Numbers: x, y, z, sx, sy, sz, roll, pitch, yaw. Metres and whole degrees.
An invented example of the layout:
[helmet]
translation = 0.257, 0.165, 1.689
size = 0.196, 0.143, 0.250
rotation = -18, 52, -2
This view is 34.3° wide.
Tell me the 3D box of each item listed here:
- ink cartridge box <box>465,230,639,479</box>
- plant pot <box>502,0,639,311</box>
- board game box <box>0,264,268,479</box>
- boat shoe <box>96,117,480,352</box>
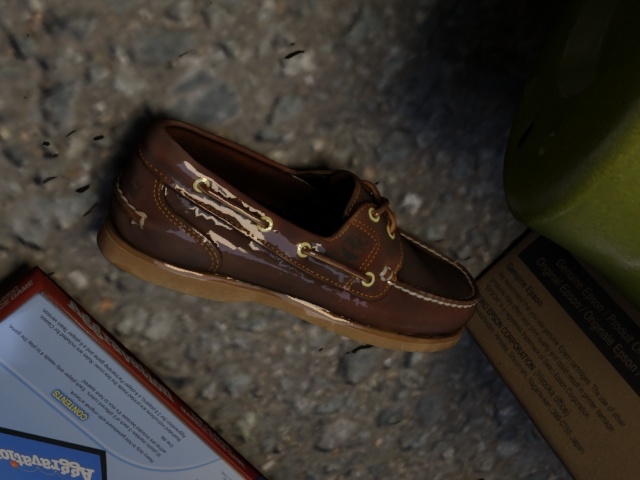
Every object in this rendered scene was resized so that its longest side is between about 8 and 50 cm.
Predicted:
[ink cartridge box]
translation = 0.204, 0.118, 0.592
size = 0.088, 0.193, 0.235
rotation = -44, 127, 9
[plant pot]
translation = 0.281, -0.038, 0.415
size = 0.353, 0.366, 0.366
rotation = 28, 109, -4
[board game box]
translation = -0.112, 0.149, 0.553
size = 0.145, 0.027, 0.281
rotation = -39, 125, 0
[boat shoe]
translation = 0.000, 0.000, 0.505
size = 0.207, 0.073, 0.073
rotation = 15, 115, -30
